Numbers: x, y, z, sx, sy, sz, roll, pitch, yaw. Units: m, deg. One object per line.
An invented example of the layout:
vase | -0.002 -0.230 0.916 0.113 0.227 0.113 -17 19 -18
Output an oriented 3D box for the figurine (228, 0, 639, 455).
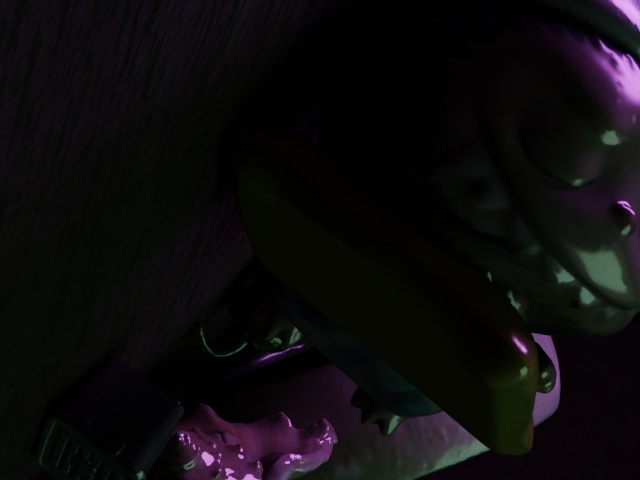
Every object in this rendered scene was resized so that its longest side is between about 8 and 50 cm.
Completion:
figurine | 0.144 -0.064 1.225 0.377 0.266 0.361 -44 177 -15

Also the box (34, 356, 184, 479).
box | -0.150 0.142 1.327 0.069 0.084 0.122 -51 176 -29

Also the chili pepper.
chili pepper | 0.002 0.003 1.495 0.257 0.074 0.100 -54 167 19

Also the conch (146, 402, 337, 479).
conch | -0.110 0.237 1.564 0.263 0.186 0.324 -30 163 -27

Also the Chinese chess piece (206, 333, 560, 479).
Chinese chess piece | 0.058 0.149 1.792 0.349 0.146 0.349 -20 180 0
